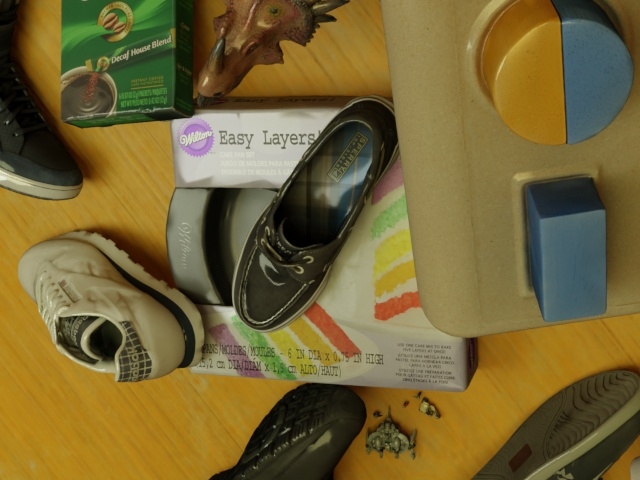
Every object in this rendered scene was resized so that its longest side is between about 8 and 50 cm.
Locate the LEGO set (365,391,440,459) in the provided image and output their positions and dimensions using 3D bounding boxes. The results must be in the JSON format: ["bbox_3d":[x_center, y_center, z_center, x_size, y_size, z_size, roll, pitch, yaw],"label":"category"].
[{"bbox_3d":[0.069,0.173,0.998,0.054,0.023,0.083,31,112,8],"label":"LEGO set"}]

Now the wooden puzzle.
[{"bbox_3d":[0.228,-0.065,0.764,0.348,0.080,0.322,-6,124,7],"label":"wooden puzzle"}]

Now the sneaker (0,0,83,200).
[{"bbox_3d":[-0.283,-0.152,0.987,0.226,0.086,0.163,37,115,6],"label":"sneaker"}]

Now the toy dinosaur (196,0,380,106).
[{"bbox_3d":[-0.028,-0.258,0.813,0.127,0.200,0.295,-2,104,18],"label":"toy dinosaur"}]

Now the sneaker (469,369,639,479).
[{"bbox_3d":[0.217,0.212,0.945,0.118,0.083,0.222,40,107,-17],"label":"sneaker"}]

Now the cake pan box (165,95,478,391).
[{"bbox_3d":[0.000,0.000,0.950,0.267,0.070,0.245,3,104,18],"label":"cake pan box"}]

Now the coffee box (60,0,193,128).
[{"bbox_3d":[-0.164,-0.190,0.930,0.113,0.040,0.184,-2,83,20],"label":"coffee box"}]

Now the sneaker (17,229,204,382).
[{"bbox_3d":[-0.211,0.058,0.989,0.235,0.095,0.090,21,121,38],"label":"sneaker"}]

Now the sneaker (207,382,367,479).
[{"bbox_3d":[-0.030,0.237,1.013,0.130,0.109,0.286,36,126,-4],"label":"sneaker"}]

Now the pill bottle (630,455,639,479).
[{"bbox_3d":[0.382,0.178,0.829,0.265,0.153,0.153,-26,96,23],"label":"pill bottle"}]

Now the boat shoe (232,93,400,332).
[{"bbox_3d":[-0.010,-0.012,0.872,0.080,0.076,0.228,39,113,5],"label":"boat shoe"}]
